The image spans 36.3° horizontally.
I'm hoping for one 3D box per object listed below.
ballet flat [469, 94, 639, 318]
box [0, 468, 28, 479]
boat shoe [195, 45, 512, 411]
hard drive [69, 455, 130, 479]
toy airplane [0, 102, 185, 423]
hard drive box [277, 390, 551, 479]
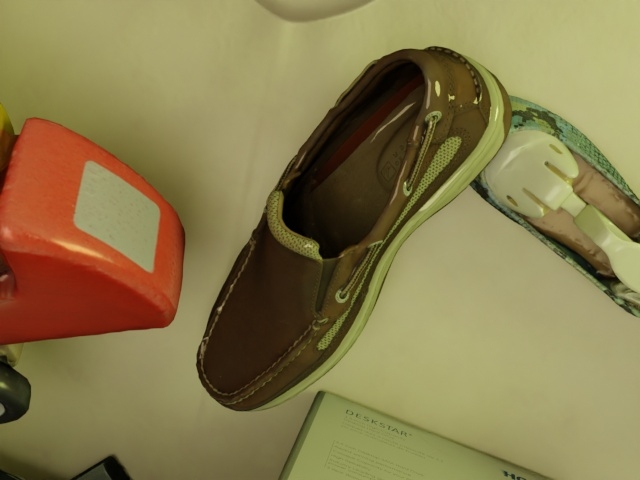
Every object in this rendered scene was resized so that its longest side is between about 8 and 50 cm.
[{"bbox_3d":[0.149,-0.019,0.559,0.188,0.070,0.070,37,105,1],"label":"ballet flat"},{"bbox_3d":[-0.157,0.438,0.521,0.472,0.297,0.480,20,97,11],"label":"box"},{"bbox_3d":[-0.005,-0.005,0.556,0.095,0.095,0.257,44,108,27],"label":"boat shoe"},{"bbox_3d":[-0.173,0.221,0.683,0.135,0.022,0.094,-33,95,14],"label":"hard drive"},{"bbox_3d":[-0.298,-0.048,0.463,0.386,0.384,0.272,51,145,11],"label":"toy airplane"},{"bbox_3d":[0.050,0.189,0.532,0.181,0.232,0.089,21,105,5],"label":"hard drive box"}]
